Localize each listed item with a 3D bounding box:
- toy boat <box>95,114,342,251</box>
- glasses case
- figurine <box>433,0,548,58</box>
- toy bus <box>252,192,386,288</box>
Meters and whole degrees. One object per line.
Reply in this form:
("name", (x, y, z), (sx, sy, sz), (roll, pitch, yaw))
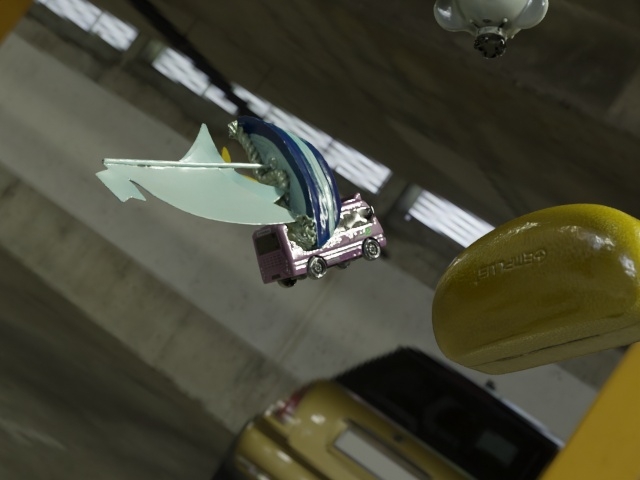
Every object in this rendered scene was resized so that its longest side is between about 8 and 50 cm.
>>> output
("toy boat", (-0.109, -0.070, 1.318), (0.291, 0.067, 0.220), (2, 44, -40))
("glasses case", (0.291, 0.057, 1.548), (0.141, 0.173, 0.371), (24, -28, -30))
("figurine", (0.219, -0.321, 1.499), (0.147, 0.193, 0.126), (2, -11, 28))
("toy bus", (0.000, 0.000, 1.644), (0.086, 0.178, 0.098), (-19, -92, 52))
